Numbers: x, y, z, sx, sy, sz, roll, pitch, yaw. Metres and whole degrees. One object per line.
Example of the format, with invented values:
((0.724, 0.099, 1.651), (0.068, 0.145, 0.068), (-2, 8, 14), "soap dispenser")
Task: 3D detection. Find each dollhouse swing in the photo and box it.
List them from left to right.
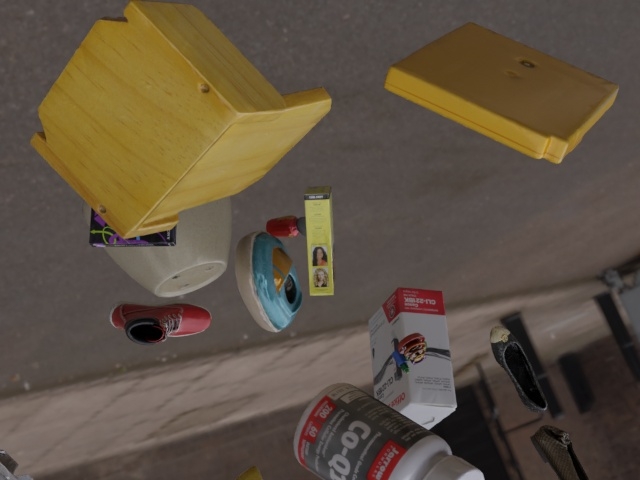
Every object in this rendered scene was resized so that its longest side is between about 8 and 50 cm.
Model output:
((-0.214, -0.217, 1.500), (0.347, 0.315, 0.305), (-41, -176, 38), "dollhouse swing")

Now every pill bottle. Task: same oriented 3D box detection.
((0.108, 0.358, 1.463), (0.161, 0.283, 0.161), (-27, 129, -39), "pill bottle")

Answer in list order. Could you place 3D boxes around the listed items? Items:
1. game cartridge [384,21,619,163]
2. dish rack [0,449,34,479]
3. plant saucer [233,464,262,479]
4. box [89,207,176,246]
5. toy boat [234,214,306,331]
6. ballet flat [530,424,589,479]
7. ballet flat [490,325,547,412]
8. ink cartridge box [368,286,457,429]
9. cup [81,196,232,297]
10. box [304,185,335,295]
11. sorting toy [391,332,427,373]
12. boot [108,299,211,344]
((0.290, -0.237, 1.424), (0.324, 0.285, 0.052), (-39, 151, -50), "game cartridge")
((-0.534, 0.315, 1.377), (0.072, 0.285, 0.333), (-45, -163, -22), "dish rack")
((-0.157, 0.561, 1.375), (0.081, 0.332, 0.332), (5, 139, -31), "plant saucer")
((-0.353, -0.047, 1.728), (0.162, 0.116, 0.029), (-1, 167, 1), "box")
((-0.093, 0.047, 2.218), (0.148, 0.318, 0.267), (-4, 132, 22), "toy boat")
((0.436, 0.408, 1.494), (0.058, 0.249, 0.084), (-38, 148, 11), "ballet flat")
((0.359, 0.228, 1.636), (0.057, 0.173, 0.049), (-30, -179, -20), "ballet flat")
((0.198, 0.268, 2.019), (0.114, 0.272, 0.197), (5, 150, -17), "ink cartridge box")
((-0.328, -0.015, 2.012), (0.331, 0.236, 0.331), (-22, 163, -7), "cup")
((0.000, 0.000, 2.021), (0.058, 0.232, 0.087), (-2, -164, 4), "box")
((0.153, 0.190, 1.503), (0.061, 0.042, 0.102), (-30, 153, 1), "sorting toy")
((-0.343, 0.197, 2.091), (0.244, 0.088, 0.176), (4, -171, -31), "boot")
